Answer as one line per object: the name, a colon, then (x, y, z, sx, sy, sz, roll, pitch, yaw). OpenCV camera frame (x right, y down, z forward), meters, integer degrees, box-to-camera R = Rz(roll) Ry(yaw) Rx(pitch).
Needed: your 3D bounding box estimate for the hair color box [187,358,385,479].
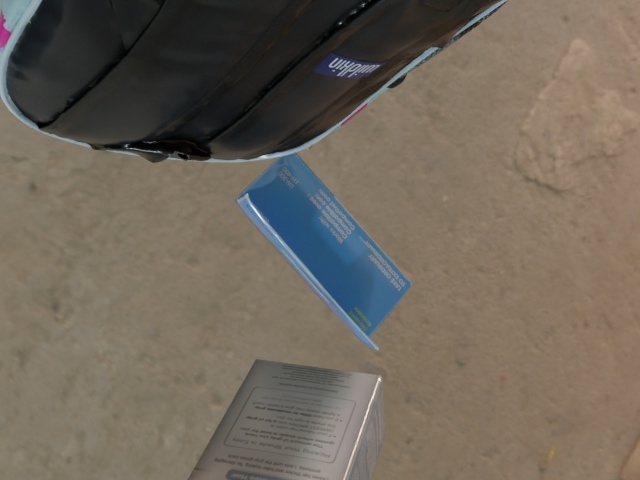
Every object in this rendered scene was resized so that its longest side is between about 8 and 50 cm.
hair color box: (-0.052, 0.310, 0.942, 0.374, 0.185, 0.114, -60, 150, -55)

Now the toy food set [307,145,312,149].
toy food set: (-0.029, -0.156, 0.842, 0.078, 0.019, 0.122, -67, 150, -25)

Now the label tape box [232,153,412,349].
label tape box: (0.000, 0.000, 1.081, 0.115, 0.347, 0.249, -42, 98, -5)

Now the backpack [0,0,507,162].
backpack: (-0.049, -0.145, 0.400, 0.225, 0.253, 0.191, 4, 63, -35)
